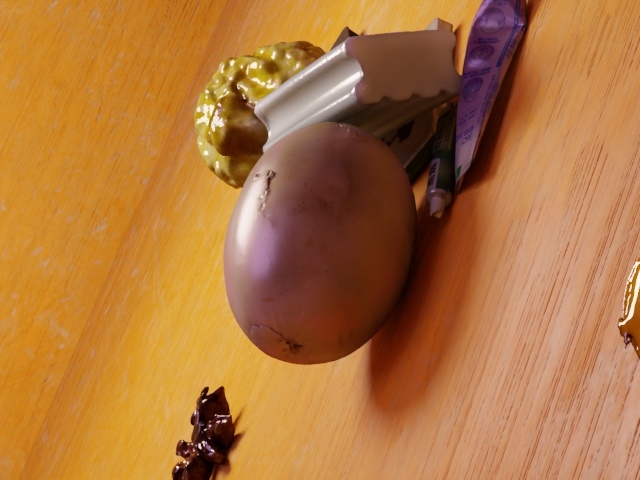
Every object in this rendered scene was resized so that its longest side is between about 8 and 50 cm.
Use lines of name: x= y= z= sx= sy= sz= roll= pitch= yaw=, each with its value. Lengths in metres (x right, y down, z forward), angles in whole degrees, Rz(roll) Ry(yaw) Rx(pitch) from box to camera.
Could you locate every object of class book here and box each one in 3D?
book: x=0.063 y=-0.102 z=2.356 sx=0.371 sy=0.043 sz=0.260 roll=-51 pitch=21 yaw=37

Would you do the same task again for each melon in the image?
melon: x=0.000 y=0.000 z=2.055 sx=0.223 sy=0.223 sz=0.317 roll=-45 pitch=25 yaw=48

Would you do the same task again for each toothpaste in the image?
toothpaste: x=0.150 y=-0.100 z=2.094 sx=0.049 sy=0.031 sz=0.204 roll=-35 pitch=29 yaw=37
toothpaste: x=0.198 y=-0.197 z=2.071 sx=0.075 sy=0.048 sz=0.301 roll=-21 pitch=46 yaw=52

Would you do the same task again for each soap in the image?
soap: x=0.045 y=-0.181 z=2.183 sx=0.265 sy=0.159 sz=0.088 roll=-27 pitch=73 yaw=60

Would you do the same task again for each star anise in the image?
star anise: x=-0.163 y=0.287 z=2.432 sx=0.168 sy=0.057 sz=0.168 roll=-163 pitch=90 yaw=-73

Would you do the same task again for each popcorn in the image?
popcorn: x=-0.062 y=-0.181 z=2.577 sx=0.237 sy=0.206 sz=0.251 roll=-31 pitch=19 yaw=-21

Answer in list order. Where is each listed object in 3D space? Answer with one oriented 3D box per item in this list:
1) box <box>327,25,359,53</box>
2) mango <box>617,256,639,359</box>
box: x=0.033 y=-0.278 z=2.747 sx=0.091 sy=0.031 sz=0.126 roll=-57 pitch=16 yaw=22
mango: x=0.286 y=0.064 z=1.346 sx=0.101 sy=0.066 sz=0.187 roll=-45 pitch=28 yaw=28
